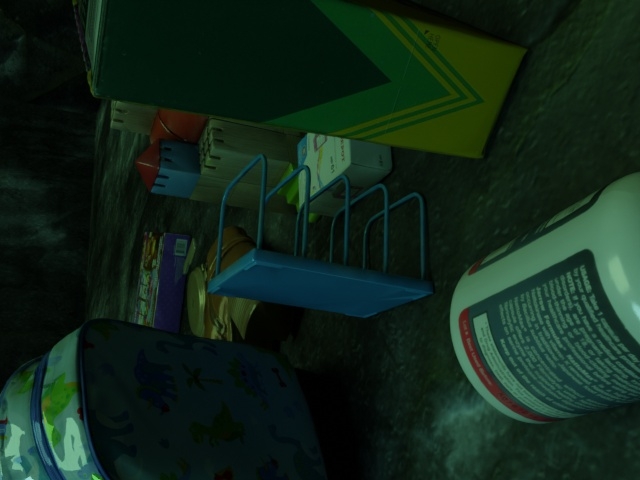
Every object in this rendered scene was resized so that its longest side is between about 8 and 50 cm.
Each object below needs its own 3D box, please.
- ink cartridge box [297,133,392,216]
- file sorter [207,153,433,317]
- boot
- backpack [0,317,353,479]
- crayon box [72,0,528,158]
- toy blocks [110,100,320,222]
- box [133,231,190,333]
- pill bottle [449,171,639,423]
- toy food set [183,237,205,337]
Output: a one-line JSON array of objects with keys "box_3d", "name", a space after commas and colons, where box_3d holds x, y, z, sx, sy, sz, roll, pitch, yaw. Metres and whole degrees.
[{"box_3d": [0.023, -0.091, 0.750, 0.122, 0.052, 0.089, -38, 49, 54], "name": "ink cartridge box"}, {"box_3d": [0.000, 0.000, 0.639, 0.118, 0.170, 0.105, -31, 52, 59], "name": "file sorter"}, {"box_3d": [-0.137, 0.132, 0.952, 0.220, 0.109, 0.284, 50, 126, 57], "name": "boot"}, {"box_3d": [-0.137, 0.215, 0.645, 0.273, 0.355, 0.290, -58, 33, 39], "name": "backpack"}, {"box_3d": [-0.051, -0.203, 0.632, 0.363, 0.313, 0.106, -125, 46, -55], "name": "crayon box"}, {"box_3d": [-0.150, -0.191, 0.900, 0.191, 0.260, 0.381, -53, 38, 46], "name": "toy blocks"}, {"box_3d": [-0.336, 0.129, 1.435, 0.201, 0.057, 0.293, -178, 95, -65], "name": "box"}, {"box_3d": [0.161, 0.027, 0.361, 0.180, 0.108, 0.108, -41, 47, 55], "name": "pill bottle"}, {"box_3d": [-0.198, 0.104, 1.187, 0.132, 0.038, 0.192, 124, 140, -55], "name": "toy food set"}]
